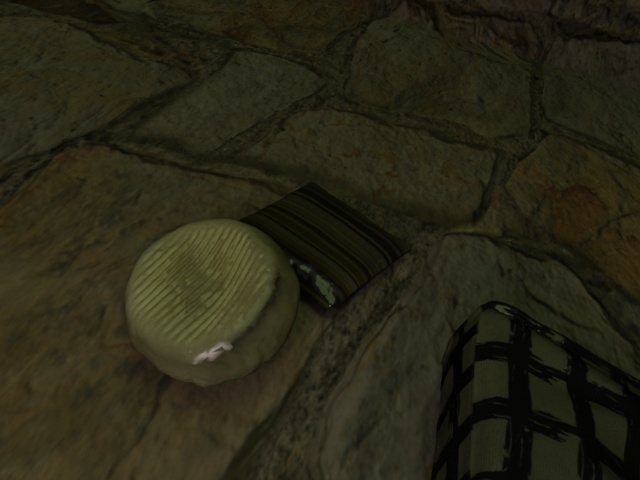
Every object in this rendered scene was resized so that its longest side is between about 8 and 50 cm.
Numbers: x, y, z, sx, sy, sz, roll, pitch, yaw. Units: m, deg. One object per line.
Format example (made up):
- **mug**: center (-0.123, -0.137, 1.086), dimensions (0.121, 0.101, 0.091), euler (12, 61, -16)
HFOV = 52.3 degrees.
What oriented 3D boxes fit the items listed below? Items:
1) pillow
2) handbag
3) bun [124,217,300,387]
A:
- **pillow**: center (0.000, 0.000, 0.965), dimensions (0.208, 0.052, 0.212), euler (34, 43, 22)
- **handbag**: center (0.264, 0.254, 0.618), dimensions (0.326, 0.163, 0.325), euler (21, 38, 2)
- **bun**: center (-0.122, 0.080, 0.770), dimensions (0.222, 0.128, 0.223), euler (-6, 50, 7)
